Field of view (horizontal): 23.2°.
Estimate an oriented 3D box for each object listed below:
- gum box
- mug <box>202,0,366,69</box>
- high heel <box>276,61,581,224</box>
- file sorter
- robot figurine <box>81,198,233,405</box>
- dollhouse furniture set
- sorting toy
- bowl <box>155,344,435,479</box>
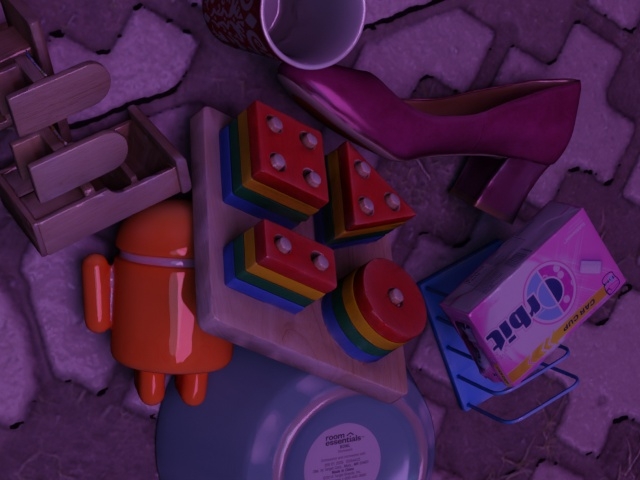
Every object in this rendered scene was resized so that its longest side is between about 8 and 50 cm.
[{"bbox_3d":[0.225,0.059,1.678,0.188,0.062,0.107,-41,115,-15],"label":"gum box"},{"bbox_3d":[-0.047,-0.248,1.540,0.113,0.169,0.150,-21,108,-22],"label":"mug"},{"bbox_3d":[0.121,-0.161,1.669,0.377,0.127,0.181,25,95,-42],"label":"high heel"},{"bbox_3d":[0.207,0.106,1.774,0.118,0.104,0.170,-28,111,-19],"label":"file sorter"},{"bbox_3d":[-0.145,0.053,1.571,0.128,0.158,0.219,-13,108,-63],"label":"robot figurine"},{"bbox_3d":[-0.233,-0.130,1.451,0.161,0.212,0.242,-27,137,-19],"label":"dollhouse furniture set"},{"bbox_3d":[0.000,0.000,1.556,0.255,0.089,0.257,25,45,-36],"label":"sorting toy"},{"bbox_3d":[-0.001,0.221,1.657,0.312,0.163,0.311,-6,103,-27],"label":"bowl"}]
